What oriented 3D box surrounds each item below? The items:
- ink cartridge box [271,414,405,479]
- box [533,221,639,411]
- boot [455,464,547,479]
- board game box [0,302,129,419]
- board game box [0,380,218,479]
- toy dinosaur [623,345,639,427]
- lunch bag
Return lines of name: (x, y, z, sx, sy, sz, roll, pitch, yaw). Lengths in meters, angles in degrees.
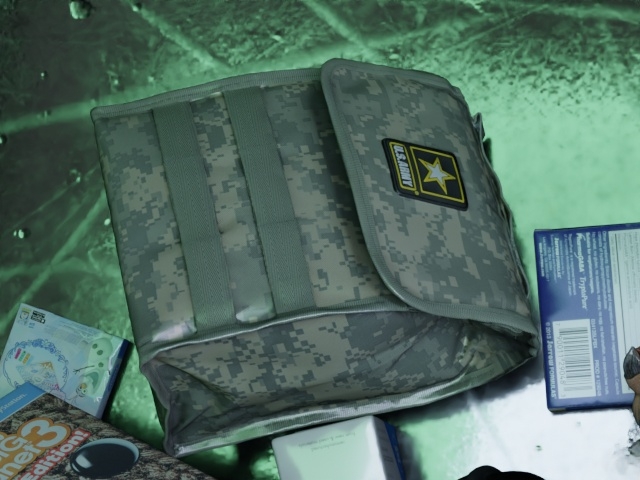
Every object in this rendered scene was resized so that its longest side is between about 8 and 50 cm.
ink cartridge box: (0.035, 0.248, 1.316, 0.078, 0.134, 0.231, -14, 80, 6)
box: (0.275, 0.051, 1.355, 0.225, 0.036, 0.136, -5, 81, 10)
boot: (0.271, 0.251, 1.242, 0.260, 0.131, 0.348, -38, 86, 25)
board game box: (-0.207, 0.105, 1.438, 0.090, 0.020, 0.090, 19, 84, 12)
board game box: (-0.183, 0.249, 1.236, 0.291, 0.141, 0.232, 19, 42, 41)
toy dinosaur: (0.362, 0.116, 1.251, 0.295, 0.127, 0.200, 40, 99, 3)
lunch bag: (0.000, 0.000, 1.321, 0.287, 0.169, 0.235, -12, 55, -3)
